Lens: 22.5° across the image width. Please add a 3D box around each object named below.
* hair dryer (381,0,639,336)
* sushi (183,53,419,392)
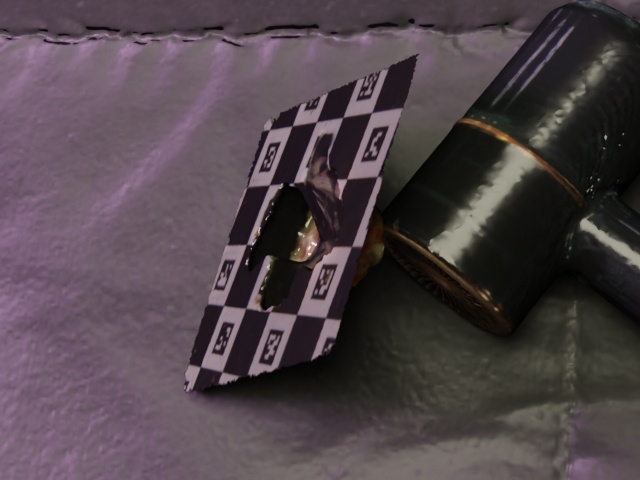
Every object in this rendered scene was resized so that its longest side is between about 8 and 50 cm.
[{"bbox_3d":[0.223,0.025,0.909,0.352,0.107,0.189,37,82,15],"label":"hair dryer"},{"bbox_3d":[0.000,0.000,0.934,0.040,0.210,0.192,24,72,-21],"label":"sushi"}]
